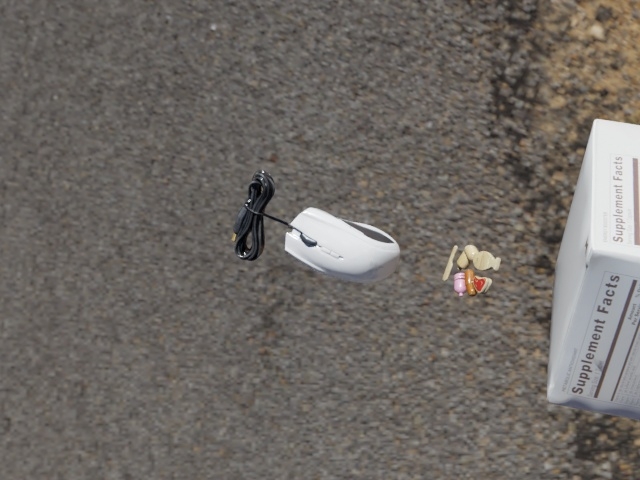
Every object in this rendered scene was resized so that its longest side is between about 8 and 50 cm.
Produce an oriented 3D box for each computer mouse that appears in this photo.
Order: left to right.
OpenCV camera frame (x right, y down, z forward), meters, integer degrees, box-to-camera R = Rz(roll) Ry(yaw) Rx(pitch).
[{"bbox_3d":[0.000,0.000,1.131,0.042,0.193,0.106,-94,25,-66],"label":"computer mouse"}]

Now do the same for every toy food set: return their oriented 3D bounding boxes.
[{"bbox_3d":[0.222,0.049,1.483,0.122,0.019,0.077,32,104,65],"label":"toy food set"}]

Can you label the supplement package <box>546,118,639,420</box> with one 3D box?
[{"bbox_3d":[0.274,0.032,0.625,0.244,0.133,0.139,11,132,7],"label":"supplement package"}]
